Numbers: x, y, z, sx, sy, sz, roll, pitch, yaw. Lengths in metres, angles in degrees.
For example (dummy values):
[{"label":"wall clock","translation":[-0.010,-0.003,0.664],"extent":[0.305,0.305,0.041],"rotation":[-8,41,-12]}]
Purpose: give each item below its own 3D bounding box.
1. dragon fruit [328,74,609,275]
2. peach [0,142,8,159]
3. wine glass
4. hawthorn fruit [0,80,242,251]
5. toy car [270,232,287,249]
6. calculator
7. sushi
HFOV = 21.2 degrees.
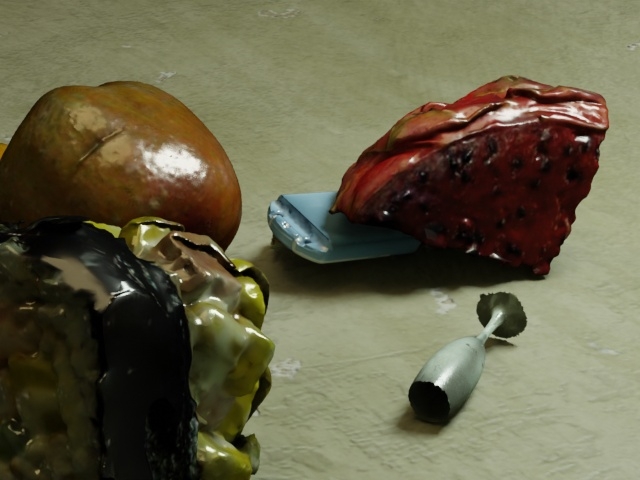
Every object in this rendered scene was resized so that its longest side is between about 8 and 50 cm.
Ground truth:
[{"label":"dragon fruit","translation":[0.159,-0.137,2.108],"extent":[0.286,0.228,0.329],"rotation":[11,22,-14]},{"label":"peach","translation":[-0.431,-0.060,2.199],"extent":[0.138,0.138,0.138],"rotation":[-3,26,1]},{"label":"wine glass","translation":[0.155,0.125,1.829],"extent":[0.066,0.066,0.198],"rotation":[11,31,27]},{"label":"hawthorn fruit","translation":[-0.217,-0.041,1.987],"extent":[0.301,0.268,0.268],"rotation":[37,41,18]},{"label":"toy car","translation":[0.000,0.000,2.127],"extent":[0.122,0.035,0.059],"rotation":[15,27,-1]},{"label":"calculator","translation":[0.033,-0.019,2.098],"extent":[0.210,0.039,0.121],"rotation":[-6,38,-40]},{"label":"sushi","translation":[-0.222,0.132,1.601],"extent":[0.328,0.328,0.285],"rotation":[-3,8,32]}]
